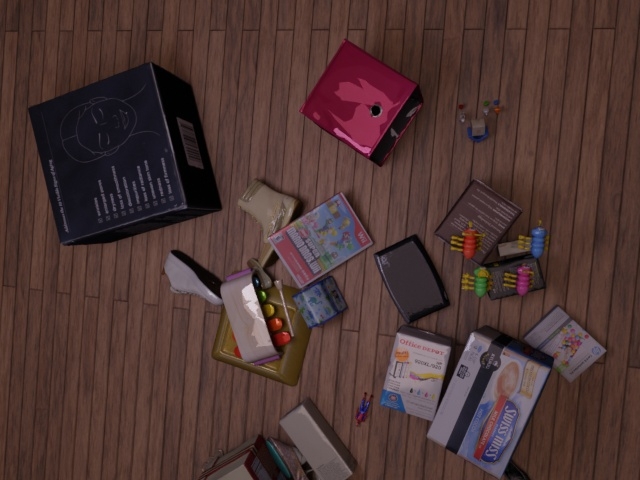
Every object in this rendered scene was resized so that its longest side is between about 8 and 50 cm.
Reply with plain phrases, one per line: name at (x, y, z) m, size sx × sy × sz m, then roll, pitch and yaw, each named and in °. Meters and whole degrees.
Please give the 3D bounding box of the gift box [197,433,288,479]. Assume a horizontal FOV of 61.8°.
gift box at (-0.260, 0.847, 1.749) m, size 0.258 × 0.255 × 0.276 m, roll -32°, pitch 86°, yaw 9°

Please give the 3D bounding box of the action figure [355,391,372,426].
action figure at (0.140, 0.564, 1.773) m, size 0.038 × 0.030 × 0.115 m, roll 19°, pitch 97°, yaw 8°

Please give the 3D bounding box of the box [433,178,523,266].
box at (0.468, -0.055, 1.610) m, size 0.167 × 0.168 × 0.203 m, roll 36°, pitch 99°, yaw 8°

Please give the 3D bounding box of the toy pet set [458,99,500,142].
toy pet set at (0.496, -0.368, 1.668) m, size 0.122 × 0.065 × 0.114 m, roll -4°, pitch 55°, yaw 11°

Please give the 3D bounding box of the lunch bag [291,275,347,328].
lunch bag at (0.007, 0.198, 1.752) m, size 0.096 × 0.151 × 0.129 m, roll -32°, pitch 84°, yaw 54°

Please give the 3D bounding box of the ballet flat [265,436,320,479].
ballet flat at (-0.072, 0.776, 1.794) m, size 0.106 × 0.107 × 0.316 m, roll -28°, pitch 92°, yaw -28°

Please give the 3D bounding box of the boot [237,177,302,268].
boot at (-0.198, -0.058, 1.813) m, size 0.203 × 0.095 × 0.262 m, roll 29°, pitch 104°, yaw 16°

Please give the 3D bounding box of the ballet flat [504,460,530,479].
ballet flat at (0.589, 0.716, 1.654) m, size 0.057 × 0.049 × 0.173 m, roll -45°, pitch 81°, yaw 11°

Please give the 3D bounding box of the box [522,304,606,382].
box at (0.735, 0.312, 1.619) m, size 0.186 × 0.038 × 0.145 m, roll 45°, pitch 101°, yaw 8°

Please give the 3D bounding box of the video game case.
video game case at (0.000, 0.000, 1.746) m, size 0.285 × 0.025 × 0.204 m, roll -32°, pitch 101°, yaw 2°

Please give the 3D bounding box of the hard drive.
hard drive at (0.289, 0.126, 1.716) m, size 0.172 × 0.054 × 0.255 m, roll -26°, pitch 85°, yaw 13°

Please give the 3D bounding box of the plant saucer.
plant saucer at (-0.205, 0.304, 1.827) m, size 0.332 × 0.081 × 0.333 m, roll 16°, pitch 94°, yaw 14°

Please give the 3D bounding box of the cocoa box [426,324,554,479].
cocoa box at (0.502, 0.457, 1.561) m, size 0.228 × 0.231 × 0.347 m, roll 25°, pitch 97°, yaw 26°

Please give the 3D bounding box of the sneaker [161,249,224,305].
sneaker at (-0.442, 0.159, 1.871) m, size 0.290 × 0.106 × 0.123 m, roll 36°, pitch 104°, yaw 25°

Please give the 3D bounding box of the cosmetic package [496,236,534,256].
cosmetic package at (0.601, 0.018, 1.636) m, size 0.115 × 0.060 × 0.041 m, roll -12°, pitch 87°, yaw 12°

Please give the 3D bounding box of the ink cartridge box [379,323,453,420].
ink cartridge box at (0.299, 0.400, 1.659) m, size 0.171 × 0.168 × 0.233 m, roll 14°, pitch 93°, yaw 14°

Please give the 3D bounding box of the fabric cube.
fabric cube at (0.134, -0.410, 1.641) m, size 0.258 × 0.259 × 0.254 m, roll 36°, pitch 100°, yaw 11°

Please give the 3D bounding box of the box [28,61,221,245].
box at (-0.652, -0.271, 1.815) m, size 0.471 × 0.297 × 0.480 m, roll -14°, pitch 88°, yaw 12°

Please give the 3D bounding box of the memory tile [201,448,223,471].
memory tile at (-0.346, 0.825, 1.902) m, size 0.148 × 0.012 × 0.113 m, roll 42°, pitch 100°, yaw 9°

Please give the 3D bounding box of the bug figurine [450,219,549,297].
bug figurine at (0.510, 0.052, 1.492) m, size 0.279 × 0.072 × 0.216 m, roll -2°, pitch 101°, yaw 0°

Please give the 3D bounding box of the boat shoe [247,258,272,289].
boat shoe at (-0.216, 0.115, 1.822) m, size 0.135 × 0.045 × 0.050 m, roll 45°, pitch 145°, yaw 32°

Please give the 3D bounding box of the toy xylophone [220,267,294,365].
toy xylophone at (-0.199, 0.247, 1.741) m, size 0.236 × 0.081 × 0.323 m, roll -11°, pitch 88°, yaw 14°

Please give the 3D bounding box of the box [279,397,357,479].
box at (-0.007, 0.672, 1.776) m, size 0.113 × 0.094 × 0.275 m, roll -38°, pitch 82°, yaw 11°

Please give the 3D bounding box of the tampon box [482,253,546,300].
tampon box at (0.577, 0.107, 1.611) m, size 0.161 × 0.120 × 0.101 m, roll -15°, pitch 89°, yaw 13°
